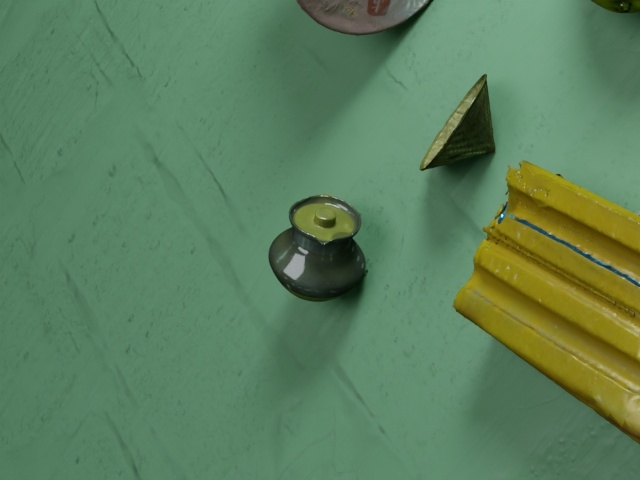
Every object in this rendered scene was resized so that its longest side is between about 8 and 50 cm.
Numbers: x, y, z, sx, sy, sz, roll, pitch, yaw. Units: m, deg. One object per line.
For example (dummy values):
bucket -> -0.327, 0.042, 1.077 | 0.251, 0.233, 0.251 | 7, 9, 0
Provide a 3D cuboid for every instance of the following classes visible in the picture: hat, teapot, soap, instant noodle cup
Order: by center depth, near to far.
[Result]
soap -> 0.304, 0.061, 1.412 | 0.324, 0.096, 0.204 | 35, 105, 46
hat -> 0.191, -0.130, 1.628 | 0.146, 0.067, 0.146 | -56, 4, 6
teapot -> 0.000, 0.000, 1.734 | 0.165, 0.130, 0.119 | -81, 2, -52
instant noodle cup -> 0.032, -0.440, 1.776 | 0.243, 0.243, 0.231 | -54, 40, 19

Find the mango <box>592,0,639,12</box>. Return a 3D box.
mango -> 0.355, -0.392, 1.491 | 0.175, 0.143, 0.293 | -19, 54, 39

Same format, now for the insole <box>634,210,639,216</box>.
insole -> 0.412, -0.032, 1.404 | 0.197, 0.004, 0.065 | -20, 63, 40
